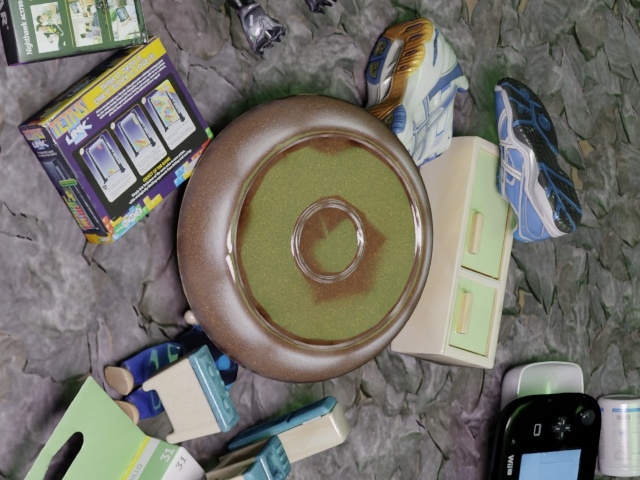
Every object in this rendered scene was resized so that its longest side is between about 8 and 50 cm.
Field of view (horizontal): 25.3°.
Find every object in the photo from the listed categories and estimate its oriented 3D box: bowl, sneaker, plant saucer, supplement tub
[{"bbox_3d":[0.285,0.229,1.881,0.142,0.053,0.142,3,87,-45],"label":"bowl"},{"bbox_3d":[0.099,-0.116,1.666,0.131,0.112,0.296,43,62,-35],"label":"sneaker"},{"bbox_3d":[0.000,0.000,1.506,0.311,0.050,0.310,-2,94,-30],"label":"plant saucer"},{"bbox_3d":[0.425,0.273,2.003,0.071,0.071,0.107,-3,93,-44],"label":"supplement tub"},{"bbox_3d":[0.240,-0.096,1.709,0.080,0.081,0.211,5,64,-43],"label":"sneaker"}]

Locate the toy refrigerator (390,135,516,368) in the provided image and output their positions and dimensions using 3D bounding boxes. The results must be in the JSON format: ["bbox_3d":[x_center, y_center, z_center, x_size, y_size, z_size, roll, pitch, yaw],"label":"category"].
[{"bbox_3d":[0.173,0.015,1.747,0.102,0.094,0.269,20,76,-42],"label":"toy refrigerator"}]

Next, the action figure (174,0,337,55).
[{"bbox_3d":[-0.117,-0.309,1.443,0.164,0.141,0.275,-41,78,-6],"label":"action figure"}]

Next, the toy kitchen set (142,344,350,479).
[{"bbox_3d":[-0.070,0.168,1.445,0.207,0.122,0.166,-41,108,-77],"label":"toy kitchen set"}]

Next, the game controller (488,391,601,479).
[{"bbox_3d":[0.273,0.347,1.803,0.166,0.067,0.319,-1,101,-42],"label":"game controller"}]

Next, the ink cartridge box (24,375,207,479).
[{"bbox_3d":[-0.193,0.264,1.381,0.171,0.056,0.235,-61,145,-25],"label":"ink cartridge box"}]

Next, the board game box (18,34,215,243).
[{"bbox_3d":[-0.198,-0.101,1.425,0.170,0.048,0.141,-45,117,-35],"label":"board game box"}]

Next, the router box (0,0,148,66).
[{"bbox_3d":[-0.247,-0.265,1.360,0.133,0.046,0.178,-13,99,-27],"label":"router box"}]

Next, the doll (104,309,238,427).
[{"bbox_3d":[-0.134,0.137,1.484,0.189,0.046,0.129,-20,111,-40],"label":"doll"}]
